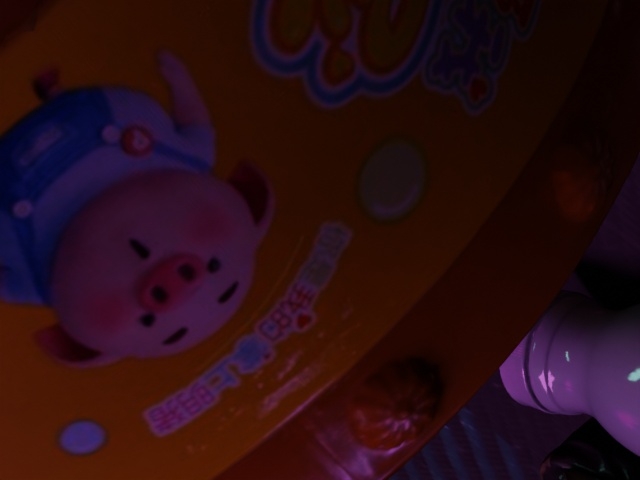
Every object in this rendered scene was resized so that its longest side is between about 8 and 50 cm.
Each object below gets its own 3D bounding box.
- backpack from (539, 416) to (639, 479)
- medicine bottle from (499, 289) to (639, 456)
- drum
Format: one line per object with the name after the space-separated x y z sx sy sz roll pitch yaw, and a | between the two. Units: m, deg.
0.233 0.202 1.019 0.253 0.140 0.207 11 125 52 | backpack
0.191 0.074 0.923 0.216 0.090 0.090 12 149 47 | medicine bottle
-0.108 -0.082 0.603 0.431 0.431 0.214 10 148 49 | drum
